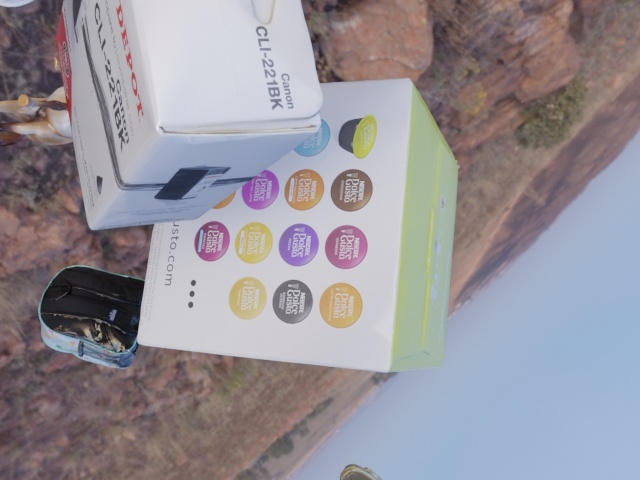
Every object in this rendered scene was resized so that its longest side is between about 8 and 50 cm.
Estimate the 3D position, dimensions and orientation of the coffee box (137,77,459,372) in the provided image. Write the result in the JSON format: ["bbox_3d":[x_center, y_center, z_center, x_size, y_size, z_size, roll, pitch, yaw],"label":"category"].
[{"bbox_3d":[0.000,0.000,0.893,0.338,0.334,0.338,27,67,-66],"label":"coffee box"}]

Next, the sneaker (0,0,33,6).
[{"bbox_3d":[-0.219,-0.233,0.382,0.065,0.167,0.076,-17,-165,1],"label":"sneaker"}]

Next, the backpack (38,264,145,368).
[{"bbox_3d":[-0.417,0.140,1.158,0.144,0.188,0.166,128,-21,-52],"label":"backpack"}]

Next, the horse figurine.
[{"bbox_3d":[-0.311,-0.150,0.735,0.263,0.066,0.174,-13,178,23],"label":"horse figurine"}]

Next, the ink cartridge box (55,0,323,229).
[{"bbox_3d":[-0.124,-0.134,0.496,0.114,0.197,0.273,-9,173,-30],"label":"ink cartridge box"}]

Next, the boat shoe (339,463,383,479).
[{"bbox_3d":[0.082,0.397,0.993,0.056,0.153,0.048,-41,-157,12],"label":"boat shoe"}]
